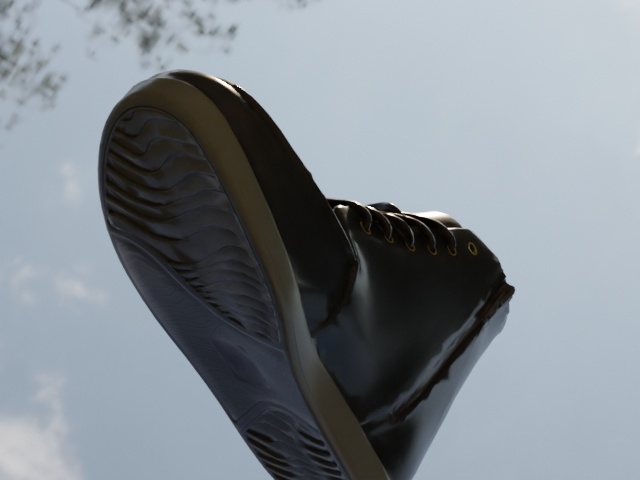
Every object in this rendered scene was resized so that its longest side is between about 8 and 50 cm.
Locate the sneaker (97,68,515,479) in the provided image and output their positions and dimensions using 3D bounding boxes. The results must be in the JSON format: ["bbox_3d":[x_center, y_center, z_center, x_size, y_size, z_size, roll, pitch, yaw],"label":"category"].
[{"bbox_3d":[0.000,0.000,0.575,0.118,0.083,0.222,-51,-41,-28],"label":"sneaker"}]
